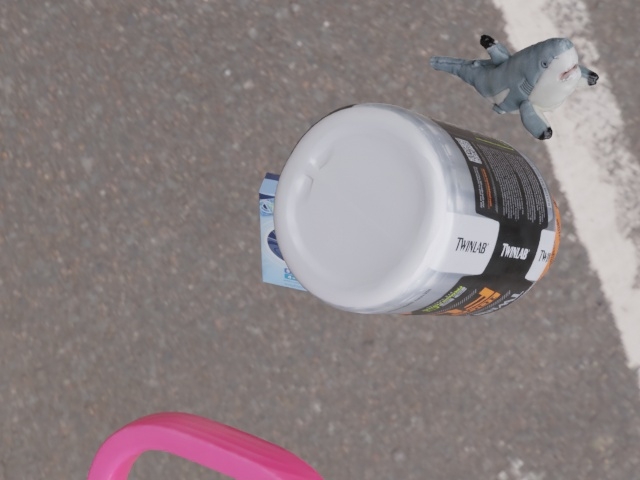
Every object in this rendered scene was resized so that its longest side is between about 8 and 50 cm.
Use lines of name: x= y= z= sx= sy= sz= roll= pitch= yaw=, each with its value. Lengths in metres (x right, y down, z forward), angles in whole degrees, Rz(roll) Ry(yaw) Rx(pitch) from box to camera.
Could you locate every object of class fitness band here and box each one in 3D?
fitness band: x=-0.095 y=0.270 z=1.087 sx=0.054 sy=0.290 sz=0.209 roll=-21 pitch=120 yaw=-54

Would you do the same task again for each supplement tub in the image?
supplement tub: x=0.112 y=-0.021 z=1.194 sx=0.316 sy=0.193 sz=0.194 roll=6 pitch=115 yaw=-57

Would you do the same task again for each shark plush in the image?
shark plush: x=0.152 y=-0.142 z=0.956 sx=0.073 sy=0.161 sz=0.067 roll=-42 pitch=123 yaw=-7

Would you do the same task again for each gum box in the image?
gum box: x=0.000 y=0.000 z=1.585 sx=0.156 sy=0.041 sz=0.184 roll=12 pitch=140 yaw=9
